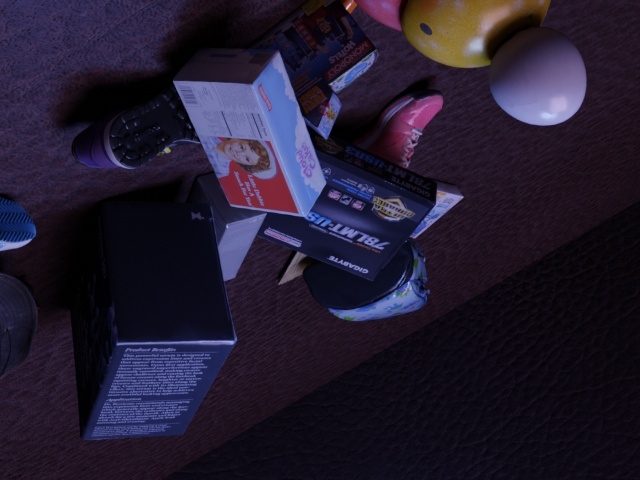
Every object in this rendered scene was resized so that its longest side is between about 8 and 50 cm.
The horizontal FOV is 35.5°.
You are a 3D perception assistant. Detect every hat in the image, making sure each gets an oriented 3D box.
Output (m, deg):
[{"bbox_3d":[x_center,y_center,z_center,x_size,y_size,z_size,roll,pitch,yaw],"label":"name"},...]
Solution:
[{"bbox_3d":[-0.620,0.199,1.673,0.331,0.134,0.331,-14,138,-13],"label":"hat"}]

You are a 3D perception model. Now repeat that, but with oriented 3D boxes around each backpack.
[{"bbox_3d":[0.150,0.095,2.619,0.290,0.274,0.355,-22,-175,13],"label":"backpack"}]

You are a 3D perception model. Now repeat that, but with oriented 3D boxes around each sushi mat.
[{"bbox_3d":[0.000,0.000,2.486,0.151,0.019,0.316,-21,157,-34],"label":"sushi mat"}]

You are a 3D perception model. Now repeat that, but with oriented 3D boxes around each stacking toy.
[{"bbox_3d":[0.185,-0.350,1.292,0.350,0.480,0.351,-30,159,-12],"label":"stacking toy"}]

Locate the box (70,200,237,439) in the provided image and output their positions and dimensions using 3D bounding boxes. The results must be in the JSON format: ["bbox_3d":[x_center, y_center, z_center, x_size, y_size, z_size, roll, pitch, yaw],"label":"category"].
[{"bbox_3d":[-0.327,0.158,1.870,0.211,0.294,0.395,2,145,-23],"label":"box"}]

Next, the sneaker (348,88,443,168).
[{"bbox_3d":[0.155,-0.188,2.122,0.314,0.136,0.116,-41,160,18],"label":"sneaker"}]

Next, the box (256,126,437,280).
[{"bbox_3d":[0.046,-0.067,2.080,0.295,0.073,0.293,23,135,-13],"label":"box"}]

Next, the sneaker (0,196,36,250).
[{"bbox_3d":[-0.553,-0.009,1.538,0.228,0.087,0.092,-6,154,-40],"label":"sneaker"}]

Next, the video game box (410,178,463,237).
[{"bbox_3d":[0.267,-0.082,2.670,0.187,0.048,0.205,-44,158,21],"label":"video game box"}]

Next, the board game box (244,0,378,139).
[{"bbox_3d":[-0.007,-0.270,1.598,0.194,0.194,0.060,-35,160,6],"label":"board game box"}]

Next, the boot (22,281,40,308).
[{"bbox_3d":[-0.612,0.174,1.855,0.176,0.088,0.244,-17,151,-43],"label":"boot"}]

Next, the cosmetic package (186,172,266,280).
[{"bbox_3d":[-0.205,-0.021,1.971,0.107,0.127,0.238,-19,154,-36],"label":"cosmetic package"}]

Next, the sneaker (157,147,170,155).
[{"bbox_3d":[-0.278,-0.159,1.676,0.035,0.031,0.083,-33,160,1],"label":"sneaker"}]

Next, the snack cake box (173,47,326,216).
[{"bbox_3d":[-0.105,-0.168,1.566,0.089,0.152,0.264,-58,143,-36],"label":"snack cake box"}]

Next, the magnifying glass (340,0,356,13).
[{"bbox_3d":[0.000,-0.341,1.702,0.092,0.026,0.231,-10,151,-48],"label":"magnifying glass"}]

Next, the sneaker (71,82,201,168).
[{"bbox_3d":[-0.271,-0.186,1.572,0.124,0.107,0.283,-4,-164,36],"label":"sneaker"}]
